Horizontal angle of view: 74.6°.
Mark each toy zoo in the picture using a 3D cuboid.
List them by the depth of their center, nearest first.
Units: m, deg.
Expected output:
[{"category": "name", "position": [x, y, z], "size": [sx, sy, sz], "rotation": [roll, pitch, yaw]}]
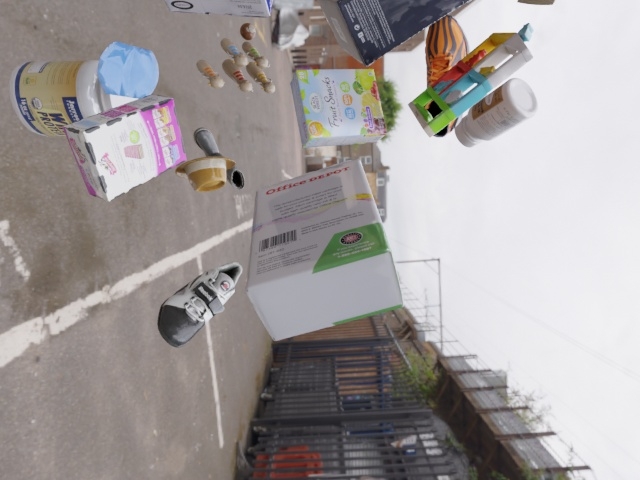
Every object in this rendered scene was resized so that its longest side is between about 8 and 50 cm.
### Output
[{"category": "toy zoo", "position": [0.338, -0.367, 0.941], "size": [0.030, 0.293, 0.192], "rotation": [42, 23, -25]}]

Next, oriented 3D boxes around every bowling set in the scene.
[{"category": "bowling set", "position": [-0.265, -0.623, 1.449], "size": [0.154, 0.287, 0.200], "rotation": [52, -44, 17]}]

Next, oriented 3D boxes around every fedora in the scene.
[{"category": "fedora", "position": [-0.355, -0.202, 1.317], "size": [0.194, 0.194, 0.079], "rotation": [96, -17, -85]}]

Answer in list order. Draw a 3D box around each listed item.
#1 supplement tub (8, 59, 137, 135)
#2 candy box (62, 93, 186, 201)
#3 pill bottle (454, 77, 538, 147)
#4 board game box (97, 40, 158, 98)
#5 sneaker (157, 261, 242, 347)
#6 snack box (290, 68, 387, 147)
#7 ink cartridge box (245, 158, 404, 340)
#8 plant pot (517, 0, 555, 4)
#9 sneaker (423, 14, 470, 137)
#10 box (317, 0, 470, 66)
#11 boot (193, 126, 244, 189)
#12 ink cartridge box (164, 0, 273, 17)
[{"category": "supplement tub", "position": [-0.758, -0.446, 1.326], "size": [0.228, 0.316, 0.228], "rotation": [1, 90, -85]}, {"category": "candy box", "position": [-0.419, -0.212, 0.933], "size": [0.233, 0.071, 0.159], "rotation": [-46, 145, -45]}, {"category": "pill bottle", "position": [0.536, -0.387, 1.309], "size": [0.229, 0.131, 0.131], "rotation": [-31, -121, 58]}, {"category": "board game box", "position": [-0.517, -0.454, 1.121], "size": [0.169, 0.033, 0.133], "rotation": [-13, 129, -54]}, {"category": "sneaker", "position": [-0.317, 0.150, 1.152], "size": [0.122, 0.146, 0.330], "rotation": [50, 26, -14]}, {"category": "snack box", "position": [0.044, -0.327, 1.036], "size": [0.070, 0.207, 0.174], "rotation": [150, -71, -71]}, {"category": "ink cartridge box", "position": [0.000, 0.000, 0.683], "size": [0.278, 0.201, 0.117], "rotation": [-97, 169, -54]}, {"category": "plant pot", "position": [0.642, -0.735, 1.187], "size": [0.109, 0.096, 0.109], "rotation": [-55, 166, -18]}, {"category": "sneaker", "position": [0.338, -0.439, 1.153], "size": [0.180, 0.125, 0.321], "rotation": [-48, 132, -51]}, {"category": "box", "position": [0.182, -0.675, 1.167], "size": [0.179, 0.313, 0.343], "rotation": [56, 9, -33]}, {"category": "boot", "position": [-0.369, -0.297, 1.537], "size": [0.208, 0.076, 0.189], "rotation": [50, -8, 37]}, {"category": "ink cartridge box", "position": [-0.254, -0.657, 0.931], "size": [0.395, 0.270, 0.151], "rotation": [74, 24, -73]}]
